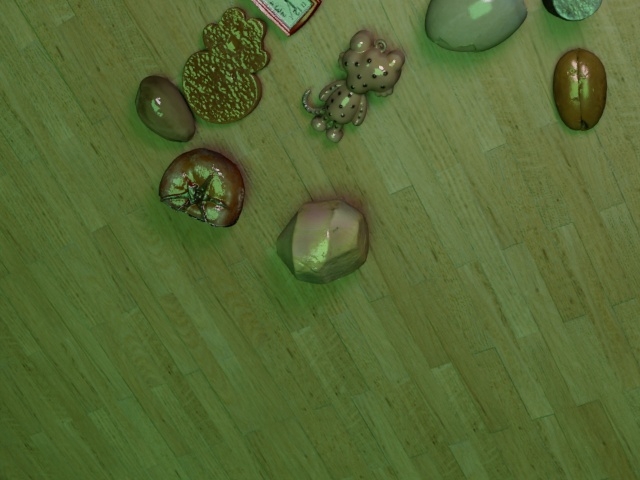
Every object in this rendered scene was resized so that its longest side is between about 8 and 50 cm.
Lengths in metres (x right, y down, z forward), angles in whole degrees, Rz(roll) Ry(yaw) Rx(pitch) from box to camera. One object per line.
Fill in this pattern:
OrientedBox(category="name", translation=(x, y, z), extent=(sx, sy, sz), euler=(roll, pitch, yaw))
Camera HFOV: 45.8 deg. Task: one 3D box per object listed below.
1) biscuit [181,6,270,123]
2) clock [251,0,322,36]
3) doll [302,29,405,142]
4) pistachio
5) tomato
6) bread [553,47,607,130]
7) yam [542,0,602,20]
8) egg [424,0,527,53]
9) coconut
OrientedBox(category="biscuit", translation=(-0.225, -0.419, 1.835), extent=(0.202, 0.044, 0.289), euler=(23, 114, 1))
OrientedBox(category="clock", translation=(-0.084, -0.560, 1.738), extent=(0.155, 0.061, 0.113), euler=(43, 114, -12))
OrientedBox(category="doll", translation=(0.074, -0.357, 1.770), extent=(0.154, 0.119, 0.278), euler=(42, 124, -7))
OrientedBox(category="pistachio", translation=(-0.387, -0.321, 1.882), extent=(0.185, 0.126, 0.108), euler=(57, 154, -17))
OrientedBox(category="tomato", translation=(-0.285, -0.148, 1.893), extent=(0.214, 0.181, 0.155), euler=(20, 110, -2))
OrientedBox(category="bread", translation=(0.580, -0.332, 1.689), extent=(0.114, 0.077, 0.189), euler=(-8, 108, 10))
OrientedBox(category="yam", translation=(0.519, -0.508, 1.560), extent=(0.107, 0.194, 0.107), euler=(3, 111, 9))
OrientedBox(category="egg", translation=(0.324, -0.493, 1.613), extent=(0.217, 0.183, 0.183), euler=(-18, 108, 18))
OrientedBox(category="coconut", translation=(0.000, 0.000, 1.872), extent=(0.236, 0.237, 0.197), euler=(-2, 107, 12))
